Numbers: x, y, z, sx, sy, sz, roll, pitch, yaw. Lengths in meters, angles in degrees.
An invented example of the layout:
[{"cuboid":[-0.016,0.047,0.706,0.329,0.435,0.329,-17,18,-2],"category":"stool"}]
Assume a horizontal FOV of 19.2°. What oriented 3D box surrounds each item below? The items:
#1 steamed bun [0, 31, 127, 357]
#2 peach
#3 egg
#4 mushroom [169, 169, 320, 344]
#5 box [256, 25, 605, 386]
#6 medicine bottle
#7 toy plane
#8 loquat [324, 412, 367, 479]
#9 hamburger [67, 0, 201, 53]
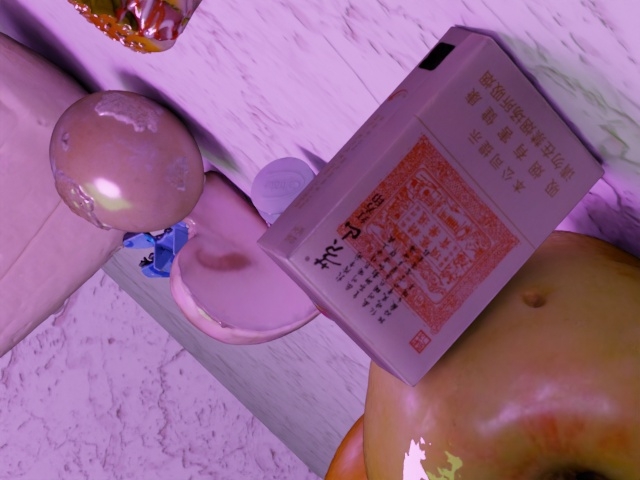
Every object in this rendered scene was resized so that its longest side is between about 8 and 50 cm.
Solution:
[{"cuboid":[-0.458,-0.088,2.434,0.290,0.371,0.456,41,174,36],"category":"steamed bun"},{"cuboid":[0.174,0.143,1.382,0.314,0.281,0.315,37,-176,-20],"category":"peach"},{"cuboid":[-0.223,-0.088,2.164,0.201,0.164,0.164,29,165,31],"category":"egg"},{"cuboid":[-0.128,0.055,2.299,0.236,0.162,0.173,44,146,-1],"category":"mushroom"},{"cuboid":[0.075,-0.023,1.253,0.141,0.201,0.058,47,172,-26],"category":"box"},{"cuboid":[0.000,0.000,1.925,0.090,0.090,0.216,33,167,36],"category":"medicine bottle"},{"cuboid":[-0.135,0.022,2.523,0.246,0.169,0.078,20,-133,-41],"category":"toy plane"},{"cuboid":[0.171,0.282,1.967,0.328,0.328,0.359,40,126,2],"category":"loquat"},{"cuboid":[-0.180,-0.241,1.498,0.210,0.116,0.173,43,172,-12],"category":"hamburger"}]
